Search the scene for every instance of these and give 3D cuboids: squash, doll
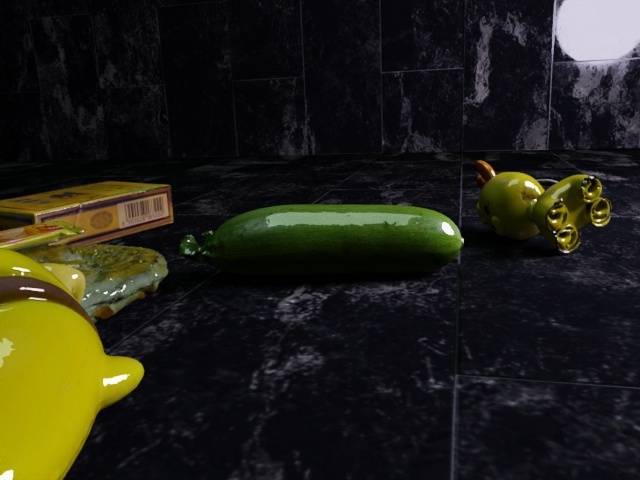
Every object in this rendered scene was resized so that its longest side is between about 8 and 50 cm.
[{"bbox_3d":[0.000,0.000,0.762,0.379,0.101,0.101,-3,14,5],"label":"squash"},{"bbox_3d":[-0.211,0.093,0.345,0.199,0.145,0.363,6,19,-18],"label":"doll"},{"bbox_3d":[0.323,-0.060,0.889,0.135,0.143,0.221,-41,23,-7],"label":"doll"}]

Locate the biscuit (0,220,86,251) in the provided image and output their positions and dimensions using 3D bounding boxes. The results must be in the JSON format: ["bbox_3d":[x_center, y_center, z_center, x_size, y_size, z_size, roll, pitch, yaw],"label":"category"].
[{"bbox_3d":[-0.398,0.011,0.653,0.048,0.026,0.292,25,19,16],"label":"biscuit"}]

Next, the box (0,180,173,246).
[{"bbox_3d":[-0.453,-0.048,1.060,0.193,0.084,0.301,5,16,30],"label":"box"}]

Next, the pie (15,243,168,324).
[{"bbox_3d":[-0.333,0.055,0.665,0.323,0.070,0.323,-1,12,0],"label":"pie"}]
